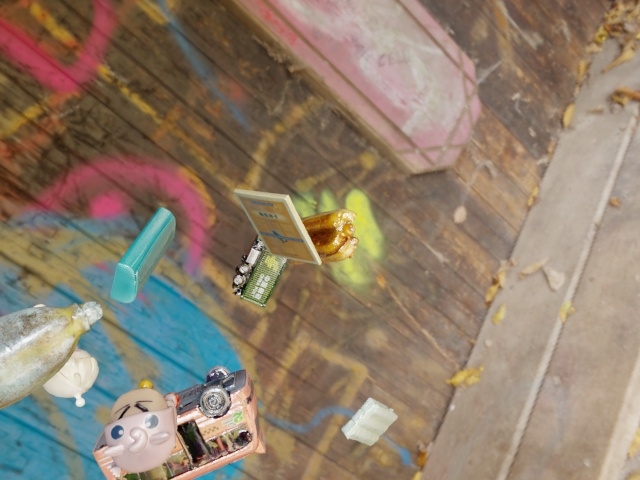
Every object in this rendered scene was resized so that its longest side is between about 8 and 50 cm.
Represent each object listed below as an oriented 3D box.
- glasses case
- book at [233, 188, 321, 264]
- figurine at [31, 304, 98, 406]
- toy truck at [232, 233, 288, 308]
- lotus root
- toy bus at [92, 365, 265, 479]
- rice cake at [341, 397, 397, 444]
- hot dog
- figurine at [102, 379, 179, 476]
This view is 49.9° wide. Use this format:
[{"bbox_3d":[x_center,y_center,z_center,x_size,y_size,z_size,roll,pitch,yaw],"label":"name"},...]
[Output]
[{"bbox_3d":[-0.455,0.035,1.802,0.301,0.070,0.117,-72,3,-58],"label":"glasses case"},{"bbox_3d":[-0.105,-0.032,1.726,0.170,0.241,0.018,9,53,34],"label":"book"},{"bbox_3d":[-0.619,0.273,1.589,0.144,0.257,0.182,-41,-26,-34],"label":"figurine"},{"bbox_3d":[-0.159,0.051,1.952,0.088,0.121,0.259,-94,29,-67],"label":"toy truck"},{"bbox_3d":[-0.564,0.207,1.294,0.322,0.158,0.140,-30,-8,1],"label":"lotus root"},{"bbox_3d":[-0.360,0.515,1.828,0.427,0.233,0.203,-22,9,-1],"label":"toy bus"},{"bbox_3d":[0.134,0.476,1.799,0.127,0.237,0.043,-47,63,-1],"label":"rice cake"},{"bbox_3d":[0.000,0.000,2.079,0.349,0.117,0.158,-11,65,54],"label":"hot dog"},{"bbox_3d":[-0.399,0.415,1.542,0.176,0.186,0.287,-22,-9,0],"label":"figurine"}]
